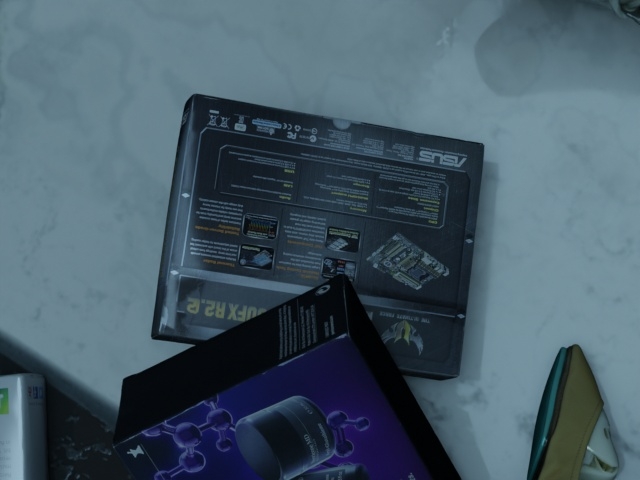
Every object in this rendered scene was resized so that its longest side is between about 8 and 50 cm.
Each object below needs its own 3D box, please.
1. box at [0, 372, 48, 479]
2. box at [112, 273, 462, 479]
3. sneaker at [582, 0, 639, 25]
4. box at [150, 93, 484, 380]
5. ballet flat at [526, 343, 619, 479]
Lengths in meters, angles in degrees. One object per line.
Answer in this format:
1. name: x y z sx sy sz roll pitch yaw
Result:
1. box: -0.334 0.275 1.259 0.232 0.058 0.322 -4 81 12
2. box: -0.003 0.184 1.107 0.184 0.103 0.261 -26 112 11
3. sneaker: 0.289 -0.156 1.012 0.448 0.169 0.257 -8 81 8
4. box: 0.000 0.000 1.162 0.231 0.056 0.183 8 81 -10
5. ballet flat: 0.175 0.180 1.107 0.073 0.080 0.232 20 55 7
